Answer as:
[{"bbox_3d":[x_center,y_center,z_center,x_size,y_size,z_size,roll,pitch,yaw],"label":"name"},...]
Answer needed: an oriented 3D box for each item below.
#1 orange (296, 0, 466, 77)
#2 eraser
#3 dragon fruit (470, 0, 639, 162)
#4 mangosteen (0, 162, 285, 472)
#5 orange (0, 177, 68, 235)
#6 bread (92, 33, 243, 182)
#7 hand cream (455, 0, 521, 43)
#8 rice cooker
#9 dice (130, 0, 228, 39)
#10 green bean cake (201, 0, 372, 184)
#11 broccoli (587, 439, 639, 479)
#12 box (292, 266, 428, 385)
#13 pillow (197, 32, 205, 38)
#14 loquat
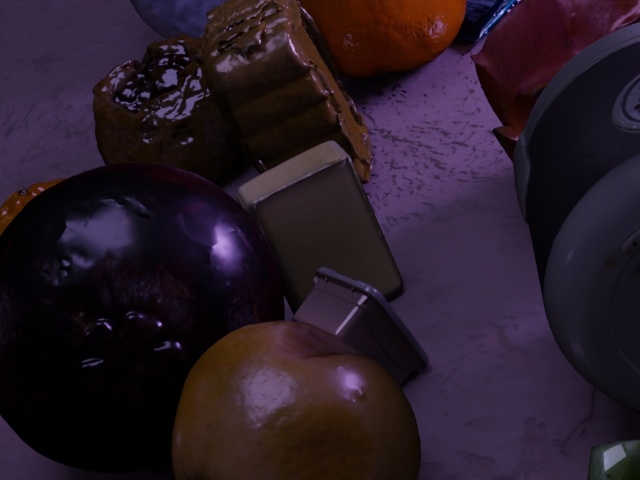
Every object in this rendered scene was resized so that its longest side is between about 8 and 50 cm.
[{"bbox_3d":[0.074,-0.290,1.832,0.224,0.170,0.224,-6,26,3],"label":"orange"},{"bbox_3d":[0.000,0.000,1.453,0.117,0.172,0.058,-29,30,-6],"label":"eraser"},{"bbox_3d":[0.295,-0.150,1.418,0.290,0.290,0.189,-22,67,3],"label":"dragon fruit"},{"bbox_3d":[-0.181,0.064,1.372,0.297,0.297,0.293,-21,36,5],"label":"mangosteen"},{"bbox_3d":[-0.296,0.010,1.658,0.177,0.155,0.178,-12,46,13],"label":"orange"},{"bbox_3d":[-0.188,-0.164,1.834,0.230,0.123,0.230,-16,49,19],"label":"bread"},{"bbox_3d":[0.262,-0.351,1.916,0.270,0.061,0.120,-39,33,-15],"label":"hand cream"},{"bbox_3d":[0.309,-0.026,1.196,0.288,0.288,0.277,-16,32,13],"label":"rice cooker"},{"bbox_3d":[-0.126,-0.502,2.129,0.348,0.328,0.330,-17,33,12],"label":"dice"},{"bbox_3d":[-0.043,-0.170,1.685,0.131,0.230,0.224,-26,29,9],"label":"green bean cake"},{"bbox_3d":[0.240,0.232,0.904,0.294,0.245,0.265,-9,6,-23],"label":"broccoli"},{"bbox_3d":[0.034,0.090,1.355,0.089,0.122,0.062,20,65,48],"label":"box"},{"bbox_3d":[-0.113,-0.243,1.978,0.179,0.075,0.171,-6,38,25],"label":"pillow"},{"bbox_3d":[-0.020,0.164,1.205,0.213,0.213,0.213,-17,32,11],"label":"loquat"}]
